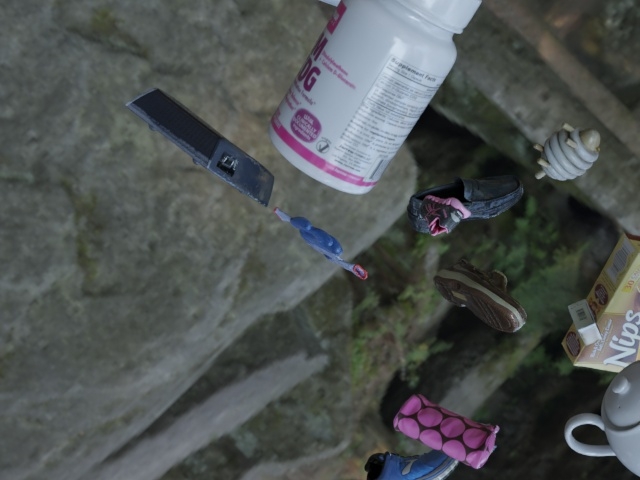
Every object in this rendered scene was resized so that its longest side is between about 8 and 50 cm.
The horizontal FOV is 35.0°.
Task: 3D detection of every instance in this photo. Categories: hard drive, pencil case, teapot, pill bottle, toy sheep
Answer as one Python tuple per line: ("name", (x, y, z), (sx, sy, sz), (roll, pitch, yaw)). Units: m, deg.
("hard drive", (-0.158, -0.132, 1.441), (0.054, 0.172, 0.254), (-53, 163, 1))
("pencil case", (0.259, 0.388, 2.092), (0.098, 0.209, 0.095), (-64, 158, -9))
("teapot", (0.602, 0.309, 1.851), (0.256, 0.187, 0.252), (-60, -163, -6))
("pill bottle", (0.067, -0.214, 1.261), (0.283, 0.160, 0.160), (-57, 170, 21))
("toy sheep", (0.397, -0.140, 1.641), (0.132, 0.091, 0.091), (-34, -177, 41))

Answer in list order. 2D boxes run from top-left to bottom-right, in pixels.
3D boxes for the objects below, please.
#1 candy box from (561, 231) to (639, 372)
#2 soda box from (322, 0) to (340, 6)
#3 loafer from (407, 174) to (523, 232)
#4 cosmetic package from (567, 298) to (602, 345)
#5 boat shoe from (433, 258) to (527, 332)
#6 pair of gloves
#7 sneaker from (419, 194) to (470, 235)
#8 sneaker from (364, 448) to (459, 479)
("candy box", (0.686, 0.145, 2.227), (0.088, 0.182, 0.317), (-104, -150, -54))
("soda box", (0.093, -0.403, 1.625), (0.216, 0.074, 0.069), (11, 156, -35))
("loafer", (0.260, -0.078, 1.808), (0.223, 0.076, 0.078), (-16, 133, -12))
("cosmetic package", (0.557, 0.173, 2.132), (0.041, 0.060, 0.115), (-23, 152, 13))
("boat shoe", (0.322, 0.092, 1.961), (0.095, 0.095, 0.257), (-37, -148, -14))
("pair of gloves", (0.000, 0.000, 1.795), (0.023, 0.159, 0.198), (-54, 145, -7))
("sneaker", (0.173, -0.033, 1.508), (0.057, 0.047, 0.119), (-55, -164, -11))
("sneaker", (0.187, 0.517, 2.272), (0.330, 0.147, 0.130), (-23, 155, -42))
